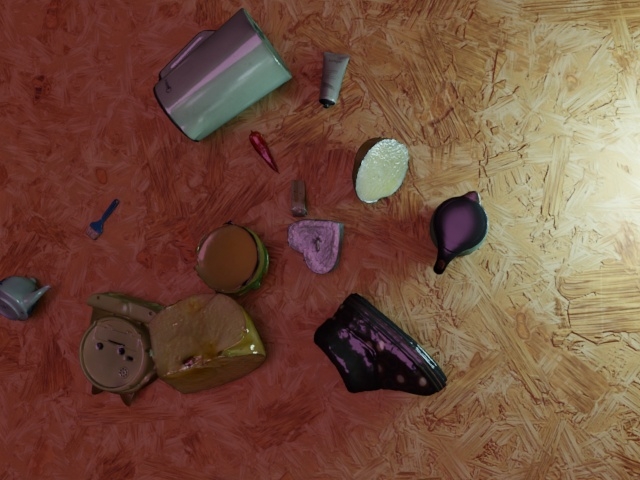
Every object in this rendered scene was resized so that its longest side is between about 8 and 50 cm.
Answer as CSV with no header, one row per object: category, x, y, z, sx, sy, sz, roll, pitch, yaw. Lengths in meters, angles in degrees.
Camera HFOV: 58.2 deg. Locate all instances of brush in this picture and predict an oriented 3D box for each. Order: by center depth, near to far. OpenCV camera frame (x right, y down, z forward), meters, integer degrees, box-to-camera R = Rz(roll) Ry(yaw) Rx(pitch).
brush,-0.741,-0.076,1.964,0.051,0.014,0.164,39,94,10

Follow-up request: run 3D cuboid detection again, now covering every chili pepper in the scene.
chili pepper,-0.184,-0.287,1.857,0.045,0.027,0.178,-31,83,7

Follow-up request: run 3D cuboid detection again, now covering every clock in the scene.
clock,-0.648,0.356,1.866,0.286,0.117,0.348,14,89,12

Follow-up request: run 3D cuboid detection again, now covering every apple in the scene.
apple,-0.336,0.319,1.738,0.309,0.252,0.313,-21,103,-2

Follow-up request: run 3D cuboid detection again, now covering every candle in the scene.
candle,0.000,0.000,1.782,0.168,0.068,0.192,-40,82,10

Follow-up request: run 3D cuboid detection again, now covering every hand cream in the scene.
hand cream,0.035,-0.506,1.818,0.087,0.054,0.186,10,82,8

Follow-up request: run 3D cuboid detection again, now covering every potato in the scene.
potato,0.158,-0.224,1.738,0.117,0.182,0.202,40,118,47

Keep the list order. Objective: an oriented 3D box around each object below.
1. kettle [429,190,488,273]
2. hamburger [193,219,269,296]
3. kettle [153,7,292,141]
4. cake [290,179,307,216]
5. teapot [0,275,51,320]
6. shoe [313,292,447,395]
kettle,0.379,-0.013,1.612,0.165,0.255,0.240,24,92,10
hamburger,-0.265,0.069,1.792,0.237,0.149,0.236,-3,77,13
kettle,-0.332,-0.541,1.816,0.377,0.250,0.361,-35,60,10
cake,-0.069,-0.139,1.812,0.052,0.065,0.121,-5,79,9
teapot,-1.026,0.180,1.953,0.232,0.159,0.158,5,87,27
shoe,0.163,0.351,1.673,0.384,0.171,0.237,40,88,12
